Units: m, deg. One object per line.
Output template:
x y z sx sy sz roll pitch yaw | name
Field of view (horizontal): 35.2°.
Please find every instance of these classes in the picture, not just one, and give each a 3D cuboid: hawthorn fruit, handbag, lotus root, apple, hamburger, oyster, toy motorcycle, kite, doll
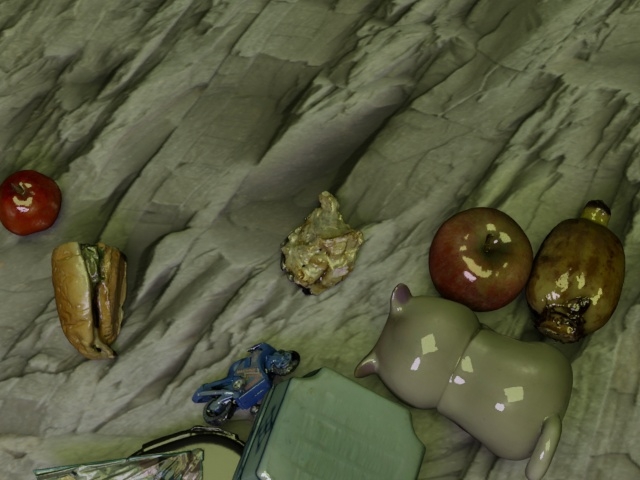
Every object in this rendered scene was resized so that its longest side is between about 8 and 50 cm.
-0.543 -0.072 1.881 0.125 0.140 0.125 9 73 -33 | hawthorn fruit
-0.231 0.462 1.749 0.308 0.093 0.254 -18 74 -6 | handbag
0.471 0.062 1.846 0.169 0.141 0.314 29 65 -3 | lotus root
0.288 0.037 1.833 0.188 0.174 0.188 1 74 -4 | apple
-0.430 0.110 1.821 0.135 0.155 0.208 2 82 4 | hamburger
0.000 0.000 1.890 0.163 0.081 0.191 -8 71 1 | oyster
-0.132 0.251 1.809 0.205 0.114 0.076 -35 122 -7 | toy motorcycle
-0.316 0.492 1.683 0.406 0.014 0.368 38 77 10 | kite
0.270 0.238 1.764 0.370 0.226 0.215 31 107 17 | doll

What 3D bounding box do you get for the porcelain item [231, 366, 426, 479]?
0.011 0.381 1.698 0.285 0.157 0.281 28 60 -14 | porcelain item
